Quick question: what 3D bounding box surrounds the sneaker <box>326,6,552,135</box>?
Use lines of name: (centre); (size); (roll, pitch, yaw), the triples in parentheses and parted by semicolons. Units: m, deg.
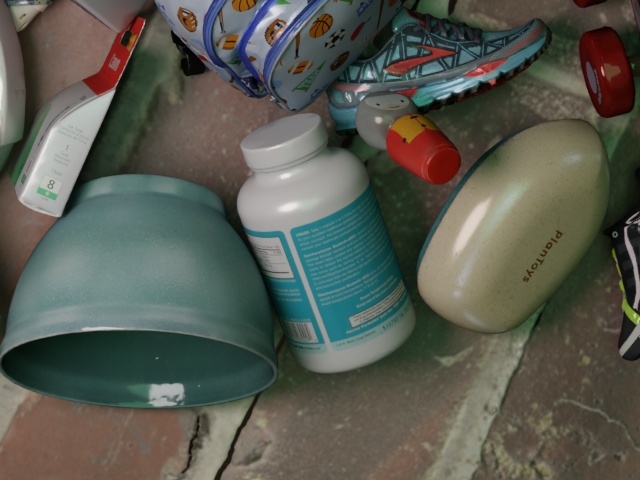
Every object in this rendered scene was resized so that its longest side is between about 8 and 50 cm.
sneaker: (0.124, -0.208, 1.728); (0.262, 0.104, 0.125); (-20, 94, 0)

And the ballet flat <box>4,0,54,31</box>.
ballet flat: (-0.358, -0.256, 1.731); (0.188, 0.070, 0.070); (-8, 96, 8)

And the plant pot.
plant pot: (-0.190, 0.048, 1.674); (0.293, 0.293, 0.196); (1, 69, -2)

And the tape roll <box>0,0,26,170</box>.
tape roll: (-0.514, -0.174, 1.695); (0.392, 0.072, 0.392); (1, 101, 8)

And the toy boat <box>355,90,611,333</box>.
toy boat: (0.169, -0.055, 1.697); (0.267, 0.148, 0.318); (-51, 131, 5)

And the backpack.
backpack: (-0.048, -0.273, 1.621); (0.213, 0.263, 0.276); (40, 92, 24)

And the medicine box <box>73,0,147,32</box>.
medicine box: (-0.308, -0.377, 1.574); (0.289, 0.263, 0.149); (38, 91, 19)

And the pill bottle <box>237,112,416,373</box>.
pill bottle: (0.000, 0.000, 1.693); (0.146, 0.146, 0.264); (-19, 111, 0)

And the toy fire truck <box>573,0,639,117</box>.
toy fire truck: (0.367, -0.258, 1.653); (0.169, 0.254, 0.302); (-14, 96, -1)

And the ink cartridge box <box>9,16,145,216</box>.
ink cartridge box: (-0.264, -0.147, 1.682); (0.056, 0.181, 0.224); (21, 95, -17)

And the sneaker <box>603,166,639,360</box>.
sneaker: (0.365, 0.017, 1.781); (0.097, 0.084, 0.234); (19, 94, 21)
